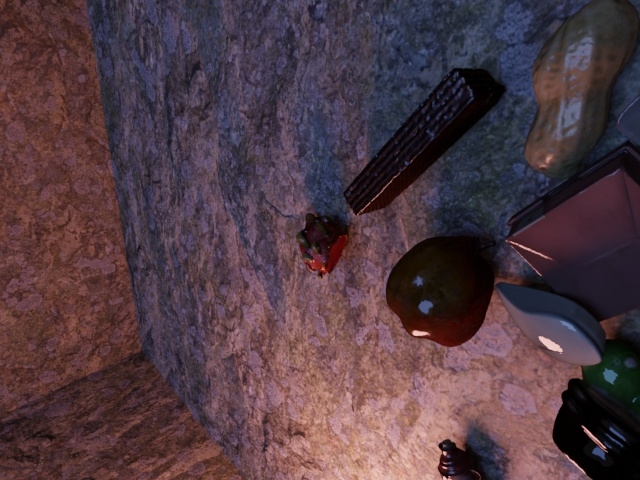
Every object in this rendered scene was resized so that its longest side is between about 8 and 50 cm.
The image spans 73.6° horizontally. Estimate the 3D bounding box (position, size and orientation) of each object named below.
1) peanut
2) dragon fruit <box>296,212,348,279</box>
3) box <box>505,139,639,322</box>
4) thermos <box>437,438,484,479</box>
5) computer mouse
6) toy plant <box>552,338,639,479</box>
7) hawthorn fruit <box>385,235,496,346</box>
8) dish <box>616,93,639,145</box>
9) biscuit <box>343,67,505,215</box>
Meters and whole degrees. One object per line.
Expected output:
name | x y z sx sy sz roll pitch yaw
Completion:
peanut | 0.373 -0.218 0.638 0.123 0.123 0.257 30 129 36
dragon fruit | 0.000 0.000 1.145 0.208 0.149 0.133 -112 31 -42
box | 0.437 0.002 0.651 0.215 0.086 0.215 46 139 2
thermos | 0.354 0.596 1.041 0.124 0.098 0.232 -20 93 54
computer mouse | 0.382 0.144 0.742 0.128 0.079 0.231 49 175 -7
toy plant | 0.506 0.282 0.689 0.218 0.175 0.235 40 107 38
hawthorn fruit | 0.257 0.084 0.861 0.208 0.208 0.248 44 118 26
dish | 0.507 -0.181 0.518 0.151 0.077 0.212 52 149 19
biscuit | 0.189 -0.184 0.863 0.073 0.107 0.388 60 140 13
